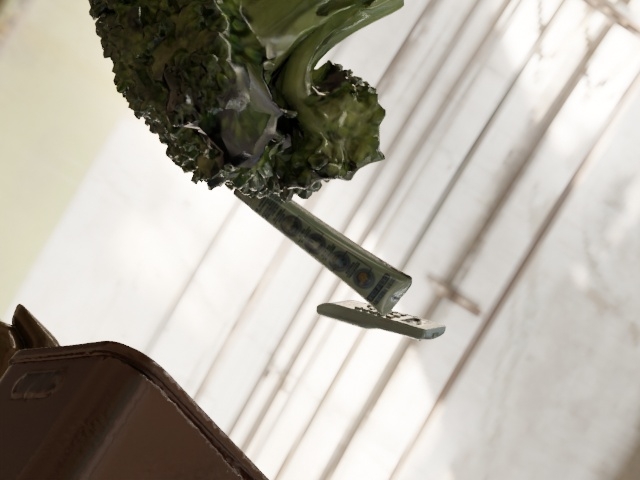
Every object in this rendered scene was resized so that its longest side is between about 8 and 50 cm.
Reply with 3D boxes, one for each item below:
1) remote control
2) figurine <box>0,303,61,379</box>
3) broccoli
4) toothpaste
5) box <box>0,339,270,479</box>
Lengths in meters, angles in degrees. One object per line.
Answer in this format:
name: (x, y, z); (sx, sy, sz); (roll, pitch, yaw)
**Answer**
remote control: (0.075, 0.101, 1.785); (0.061, 0.162, 0.029); (-6, 107, -56)
figurine: (-0.447, 0.217, 2.087); (0.173, 0.247, 0.177); (-45, -153, -16)
broccoli: (-0.080, -0.202, 1.368); (0.277, 0.317, 0.338); (57, 43, -74)
toothpaste: (0.000, 0.000, 1.688); (0.062, 0.239, 0.039); (-55, 177, 21)
box: (-0.182, 0.290, 1.273); (0.239, 0.339, 0.229); (-10, -141, 48)
